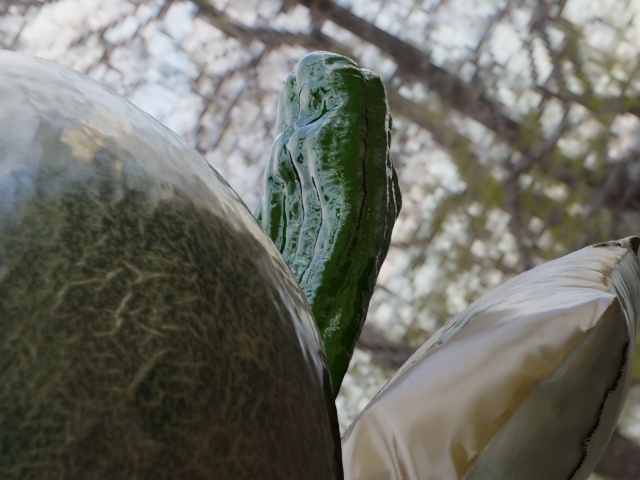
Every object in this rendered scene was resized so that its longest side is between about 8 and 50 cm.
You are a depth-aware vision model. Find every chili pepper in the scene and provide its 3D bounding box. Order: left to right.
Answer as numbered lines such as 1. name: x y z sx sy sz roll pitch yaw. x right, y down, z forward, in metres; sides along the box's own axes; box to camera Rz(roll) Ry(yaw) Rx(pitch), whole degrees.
1. chili pepper: -0.001 0.000 1.073 0.099 0.083 0.253 -17 51 45

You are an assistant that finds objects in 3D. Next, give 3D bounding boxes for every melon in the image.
1. melon: -0.121 0.064 0.612 0.248 0.249 0.329 -67 29 30

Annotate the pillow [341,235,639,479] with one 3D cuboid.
1. pillow: 0.073 0.128 0.979 0.312 0.119 0.310 -50 -8 11
